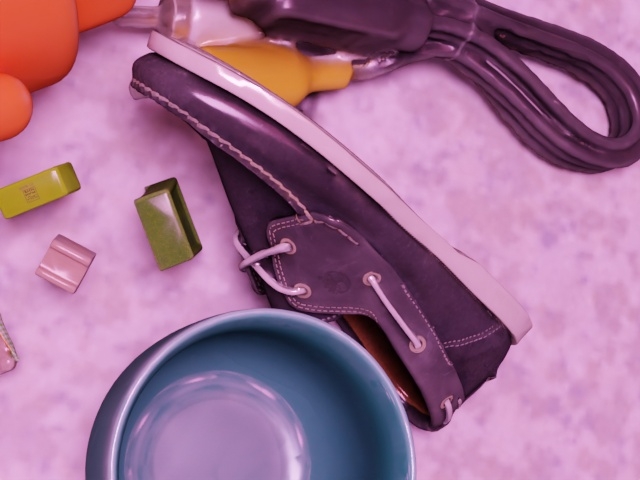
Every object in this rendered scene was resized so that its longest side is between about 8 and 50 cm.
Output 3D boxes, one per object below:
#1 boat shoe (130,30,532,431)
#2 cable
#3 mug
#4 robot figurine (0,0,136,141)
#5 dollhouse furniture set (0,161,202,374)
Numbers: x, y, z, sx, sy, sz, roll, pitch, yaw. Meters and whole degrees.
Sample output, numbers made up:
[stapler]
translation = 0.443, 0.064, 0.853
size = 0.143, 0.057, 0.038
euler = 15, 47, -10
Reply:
[boat shoe]
translation = 0.000, 0.000, 0.560
size = 0.079, 0.084, 0.233
euler = -49, 118, -3
[cable]
translation = 0.039, -0.110, 0.638
size = 0.287, 0.072, 0.140
euler = 11, 70, -29
[mug]
translation = -0.034, 0.111, 0.541
size = 0.129, 0.097, 0.158
euler = 0, 82, -19
[robot figurine]
translation = -0.184, -0.102, 0.510
size = 0.219, 0.128, 0.158
euler = -22, 96, -20
[dollhouse furniture set]
translation = -0.132, 0.012, 0.565
size = 0.151, 0.058, 0.076
euler = -22, 96, -1
